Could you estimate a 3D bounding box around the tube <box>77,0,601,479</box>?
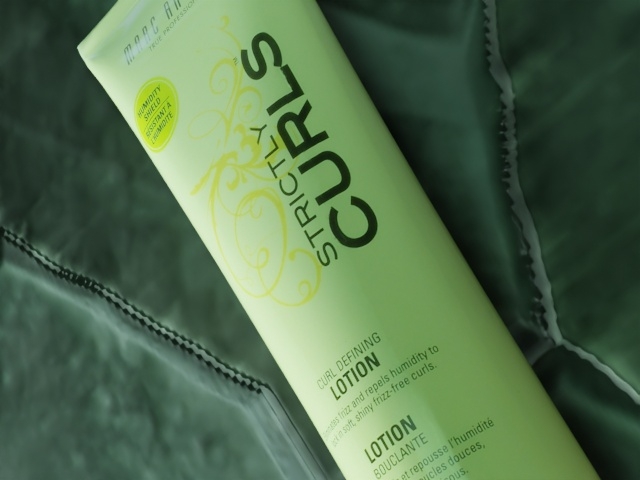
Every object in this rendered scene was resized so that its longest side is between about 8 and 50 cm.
[{"bbox_3d":[0.000,0.000,0.399,0.070,0.062,0.240,-26,69,-11],"label":"tube"}]
